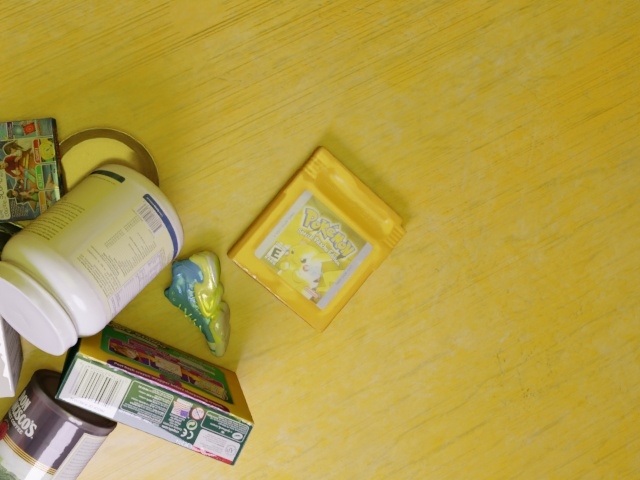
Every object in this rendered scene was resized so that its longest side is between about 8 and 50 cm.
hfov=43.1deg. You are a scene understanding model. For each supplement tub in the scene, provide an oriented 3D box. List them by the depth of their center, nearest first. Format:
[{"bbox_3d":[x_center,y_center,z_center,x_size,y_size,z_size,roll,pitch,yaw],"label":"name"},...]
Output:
[{"bbox_3d":[-0.442,0.033,1.530,0.235,0.235,0.325,52,55,-15],"label":"supplement tub"}]

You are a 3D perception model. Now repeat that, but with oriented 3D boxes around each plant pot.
[{"bbox_3d":[-0.457,-0.119,1.701,0.236,0.032,0.236,-2,100,-13],"label":"plant pot"}]

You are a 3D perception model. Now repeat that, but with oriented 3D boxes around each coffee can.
[{"bbox_3d":[-0.582,0.435,1.669,0.201,0.201,0.275,36,89,-16],"label":"coffee can"}]

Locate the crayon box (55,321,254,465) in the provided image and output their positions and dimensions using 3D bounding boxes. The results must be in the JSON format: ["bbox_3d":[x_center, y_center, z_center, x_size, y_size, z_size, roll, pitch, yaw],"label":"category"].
[{"bbox_3d":[-0.335,0.292,1.646,0.363,0.313,0.106,26,92,-15],"label":"crayon box"}]

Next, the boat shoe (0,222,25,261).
[{"bbox_3d":[-0.618,0.020,1.662,0.233,0.079,0.084,31,90,-13],"label":"boat shoe"}]

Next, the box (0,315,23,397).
[{"bbox_3d":[-0.678,0.181,1.608,0.127,0.148,0.232,-4,114,-11],"label":"box"}]

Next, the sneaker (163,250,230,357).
[{"bbox_3d":[-0.270,0.141,1.769,0.126,0.091,0.240,-4,100,6],"label":"sneaker"}]

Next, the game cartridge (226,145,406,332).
[{"bbox_3d":[0.000,0.000,1.816,0.285,0.053,0.323,40,89,-16],"label":"game cartridge"}]

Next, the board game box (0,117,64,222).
[{"bbox_3d":[-0.595,-0.141,1.636,0.136,0.035,0.201,-5,92,-1],"label":"board game box"}]
